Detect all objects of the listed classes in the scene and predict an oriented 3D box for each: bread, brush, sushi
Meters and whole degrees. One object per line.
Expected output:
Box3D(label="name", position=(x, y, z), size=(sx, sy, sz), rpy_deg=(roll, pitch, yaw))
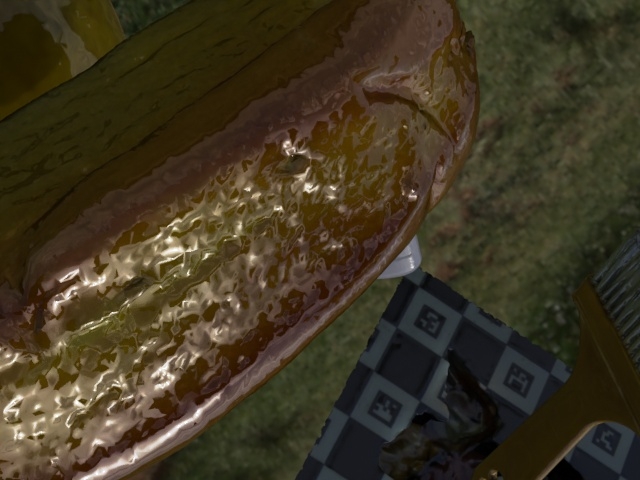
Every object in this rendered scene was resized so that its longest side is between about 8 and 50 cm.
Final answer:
Box3D(label="bread", position=(-0.049, -0.006, 0.365), size=(0.245, 0.094, 0.102), rpy_deg=(-38, 139, -22))
Box3D(label="brush", position=(0.148, 0.108, 0.714), size=(0.013, 0.103, 0.272), rpy_deg=(-6, 148, -23))
Box3D(label="sushi", position=(0.170, 0.258, 1.316), size=(0.343, 0.359, 0.064), rpy_deg=(-59, -177, -32))

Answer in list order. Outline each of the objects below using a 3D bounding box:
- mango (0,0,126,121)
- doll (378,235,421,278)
Box3D(label="mango", position=(-0.244, 0.009, 0.546), size=(0.301, 0.220, 0.445), rpy_deg=(25, 121, -21))
Box3D(label="doll", position=(0.000, 0.000, 1.114), size=(0.160, 0.161, 0.059), rpy_deg=(-22, 125, -6))
